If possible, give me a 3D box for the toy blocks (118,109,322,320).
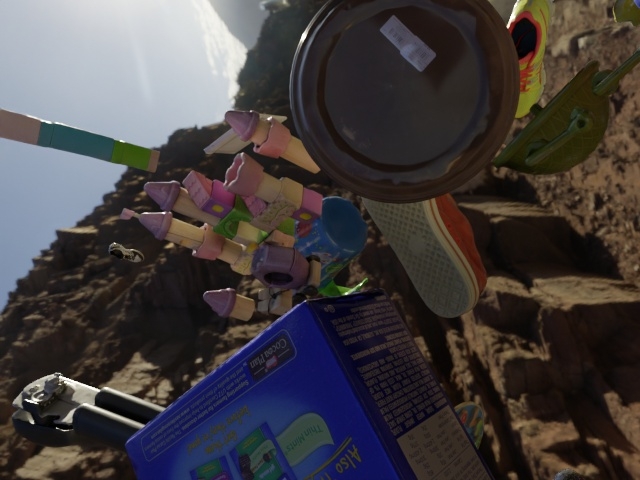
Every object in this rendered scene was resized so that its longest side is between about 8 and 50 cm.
[{"bbox_3d":[-0.172,-0.039,0.909,0.260,0.288,0.309,24,-130,-28],"label":"toy blocks"}]

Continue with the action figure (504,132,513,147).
[{"bbox_3d":[0.225,-0.271,1.210,0.341,0.330,0.178,57,133,51],"label":"action figure"}]

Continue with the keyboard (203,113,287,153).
[{"bbox_3d":[-0.155,-0.208,1.070,0.256,0.072,0.014,-12,86,58],"label":"keyboard"}]

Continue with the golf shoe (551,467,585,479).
[{"bbox_3d":[0.344,0.397,0.812,0.086,0.067,0.186,-127,29,-52],"label":"golf shoe"}]

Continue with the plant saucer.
[{"bbox_3d":[0.095,-0.181,0.643,0.041,0.278,0.278,-38,-65,-76],"label":"plant saucer"}]

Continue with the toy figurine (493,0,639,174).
[{"bbox_3d":[0.352,-0.134,0.445,0.217,0.362,0.191,39,-164,-4],"label":"toy figurine"}]

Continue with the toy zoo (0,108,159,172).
[{"bbox_3d":[-0.359,-0.133,0.612,0.293,0.192,0.030,7,-82,-58],"label":"toy zoo"}]

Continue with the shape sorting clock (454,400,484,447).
[{"bbox_3d":[0.228,0.380,0.951,0.040,0.206,0.206,29,149,42],"label":"shape sorting clock"}]

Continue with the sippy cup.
[{"bbox_3d":[0.000,0.000,1.443,0.305,0.224,0.240,25,-127,-28],"label":"sippy cup"}]

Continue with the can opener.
[{"bbox_3d":[-0.285,0.242,0.717,0.074,0.280,0.093,-44,-43,-59],"label":"can opener"}]

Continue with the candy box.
[{"bbox_3d":[0.009,0.241,0.420,0.122,0.268,0.317,-2,-122,-53],"label":"candy box"}]

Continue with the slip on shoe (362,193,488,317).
[{"bbox_3d":[0.151,-0.047,0.818,0.101,0.123,0.331,-22,-96,-48],"label":"slip on shoe"}]

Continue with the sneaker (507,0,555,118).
[{"bbox_3d":[0.322,-0.289,0.877,0.094,0.081,0.208,-52,-35,-42],"label":"sneaker"}]

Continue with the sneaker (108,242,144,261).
[{"bbox_3d":[-0.462,0.037,1.281,0.032,0.083,0.037,-63,19,19],"label":"sneaker"}]
